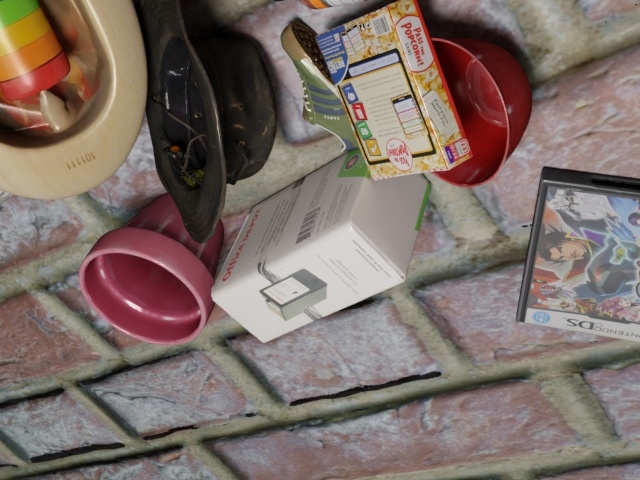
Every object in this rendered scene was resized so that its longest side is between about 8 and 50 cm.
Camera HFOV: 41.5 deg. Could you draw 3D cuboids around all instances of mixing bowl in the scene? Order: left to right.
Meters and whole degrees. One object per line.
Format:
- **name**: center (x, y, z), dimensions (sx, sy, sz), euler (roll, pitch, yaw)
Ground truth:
- **mixing bowl**: center (0.180, -0.165, 0.995), dimensions (0.181, 0.098, 0.181), euler (36, 142, 34)

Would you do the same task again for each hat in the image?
- **hat**: center (-0.133, -0.170, 1.085), dimensions (0.134, 0.331, 0.331), euler (-13, 139, -22)

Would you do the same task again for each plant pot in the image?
- **plant pot**: center (-0.238, 0.030, 1.298), dimensions (0.201, 0.180, 0.201), euler (11, 134, 12)

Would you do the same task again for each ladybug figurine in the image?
- **ladybug figurine**: center (-0.390, -0.266, 1.045), dimensions (0.305, 0.162, 0.449), euler (-26, 122, -15)

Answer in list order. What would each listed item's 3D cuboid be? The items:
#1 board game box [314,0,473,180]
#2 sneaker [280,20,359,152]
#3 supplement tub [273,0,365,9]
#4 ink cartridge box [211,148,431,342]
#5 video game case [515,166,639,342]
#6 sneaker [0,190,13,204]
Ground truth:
- **board game box**: center (0.083, -0.171, 0.991), dimensions (0.147, 0.045, 0.193), euler (-2, 114, 57)
- **sneaker**: center (0.001, -0.186, 1.086), dimensions (0.086, 0.064, 0.192), euler (-31, 118, 34)
- **supplement tub**: center (0.032, -0.314, 0.928), dimensions (0.198, 0.106, 0.106), euler (-3, 130, 23)
- **ink cartridge box**: center (0.000, 0.000, 1.167), dimensions (0.273, 0.198, 0.115), euler (-27, 119, 38)
- **video game case**: center (0.410, 0.032, 1.157), dimensions (0.248, 0.035, 0.274), euler (9, 134, 13)
- **sneaker**: center (-0.476, -0.110, 1.280), dimensions (0.114, 0.152, 0.305), euler (44, 130, -18)
